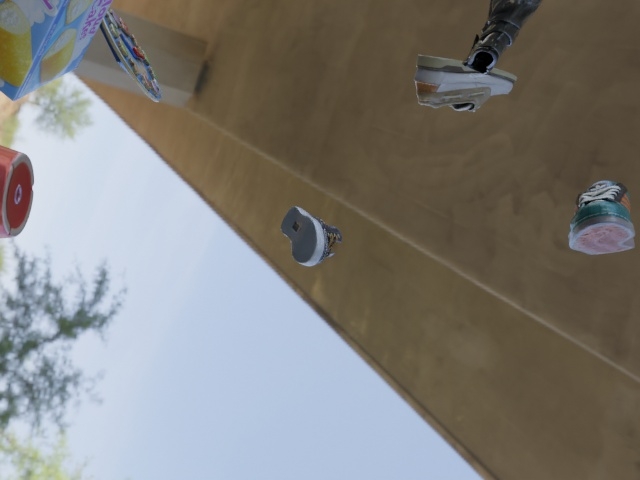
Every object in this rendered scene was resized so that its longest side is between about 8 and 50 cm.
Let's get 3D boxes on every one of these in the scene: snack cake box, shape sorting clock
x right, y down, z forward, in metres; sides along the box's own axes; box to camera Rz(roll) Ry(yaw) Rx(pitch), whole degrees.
[{"bbox_3d":[-0.331,-0.318,1.013,0.264,0.089,0.152,-47,-175,34],"label":"snack cake box"},{"bbox_3d":[-0.369,-0.366,1.571,0.040,0.206,0.206,-33,-142,4],"label":"shape sorting clock"}]

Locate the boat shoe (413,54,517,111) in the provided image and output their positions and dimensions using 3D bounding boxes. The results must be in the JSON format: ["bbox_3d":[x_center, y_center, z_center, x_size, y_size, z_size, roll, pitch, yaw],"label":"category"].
[{"bbox_3d":[0.307,-0.331,1.723,0.113,0.302,0.103,23,-71,46],"label":"boat shoe"}]

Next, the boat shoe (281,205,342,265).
[{"bbox_3d":[0.000,0.000,1.228,0.065,0.083,0.183,-61,-159,12],"label":"boat shoe"}]

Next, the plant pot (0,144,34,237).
[{"bbox_3d":[-0.796,-0.117,1.799,0.275,0.243,0.274,-173,-90,-87],"label":"plant pot"}]

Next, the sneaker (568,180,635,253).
[{"bbox_3d":[0.480,-0.048,1.380,0.108,0.302,0.120,-11,-101,21],"label":"sneaker"}]

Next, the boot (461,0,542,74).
[{"bbox_3d":[0.264,-0.315,1.082,0.161,0.084,0.246,-63,176,-4],"label":"boot"}]
